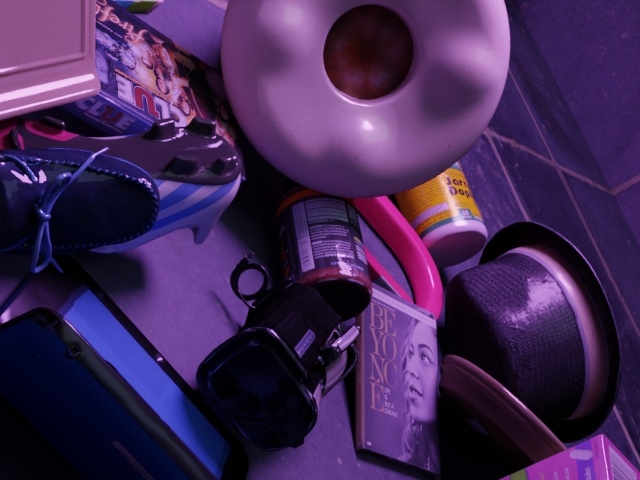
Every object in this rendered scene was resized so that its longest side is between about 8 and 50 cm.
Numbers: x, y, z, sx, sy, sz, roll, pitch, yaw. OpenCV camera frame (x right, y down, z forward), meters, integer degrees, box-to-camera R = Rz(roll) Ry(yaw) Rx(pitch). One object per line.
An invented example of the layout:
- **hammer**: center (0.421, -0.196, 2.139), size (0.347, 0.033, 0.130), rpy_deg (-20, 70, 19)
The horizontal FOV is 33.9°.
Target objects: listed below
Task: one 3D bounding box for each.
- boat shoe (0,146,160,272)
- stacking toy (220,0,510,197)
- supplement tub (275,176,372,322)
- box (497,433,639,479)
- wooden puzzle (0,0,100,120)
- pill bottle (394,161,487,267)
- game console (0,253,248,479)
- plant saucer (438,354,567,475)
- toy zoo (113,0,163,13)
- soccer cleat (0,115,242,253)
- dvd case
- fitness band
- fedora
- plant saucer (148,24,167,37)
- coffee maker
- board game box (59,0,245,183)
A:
- **boat shoe**: center (-0.252, -0.019, 0.825), size (0.089, 0.258, 0.109), rpy_deg (-144, -128, -67)
- **stacking toy**: center (0.021, -0.273, 1.422), size (0.350, 0.350, 0.480), rpy_deg (48, 3, -19)
- **supplement tub**: center (0.000, 0.000, 1.314), size (0.106, 0.106, 0.198), rpy_deg (32, 36, -41)
- **box**: center (0.258, 0.374, 1.195), size (0.117, 0.243, 0.213), rpy_deg (45, 30, -23)
- **wooden puzzle**: center (-0.270, -0.225, 0.880), size (0.221, 0.044, 0.239), rpy_deg (-30, 127, -55)
- **pill bottle**: center (0.180, -0.072, 1.674), size (0.117, 0.117, 0.208), rpy_deg (23, 41, -48)
- **game console**: center (-0.134, 0.138, 0.885), size (0.293, 0.250, 0.173), rpy_deg (50, 54, -14)
- **plant saucer**: center (0.251, 0.263, 1.380), size (0.278, 0.041, 0.278), rpy_deg (46, -10, 10)
- **toy zoo**: center (-0.319, -0.355, 1.238), size (0.192, 0.030, 0.293), rpy_deg (59, 26, 4)
- **soccer cleat**: center (-0.227, -0.039, 0.978), size (0.331, 0.143, 0.116), rpy_deg (-1, 43, -33)
- **dvd case**: center (0.100, 0.174, 1.335), size (0.164, 0.018, 0.221), rpy_deg (28, 52, -44)
- **fitness band**: center (0.076, 0.008, 1.499), size (0.291, 0.054, 0.209), rpy_deg (50, 25, -17)
- **fedora**: center (0.280, 0.141, 1.527), size (0.152, 0.334, 0.334), rpy_deg (-10, 66, -29)
- **plant saucer**: center (-0.196, -0.171, 1.243), size (0.198, 0.036, 0.199), rpy_deg (39, 32, -31)
- **coffee maker**: center (-0.057, 0.115, 1.088), size (0.171, 0.120, 0.178), rpy_deg (32, 17, 6)
- **board game box**: center (-0.188, -0.166, 1.163), size (0.243, 0.042, 0.165), rpy_deg (29, 38, -43)
